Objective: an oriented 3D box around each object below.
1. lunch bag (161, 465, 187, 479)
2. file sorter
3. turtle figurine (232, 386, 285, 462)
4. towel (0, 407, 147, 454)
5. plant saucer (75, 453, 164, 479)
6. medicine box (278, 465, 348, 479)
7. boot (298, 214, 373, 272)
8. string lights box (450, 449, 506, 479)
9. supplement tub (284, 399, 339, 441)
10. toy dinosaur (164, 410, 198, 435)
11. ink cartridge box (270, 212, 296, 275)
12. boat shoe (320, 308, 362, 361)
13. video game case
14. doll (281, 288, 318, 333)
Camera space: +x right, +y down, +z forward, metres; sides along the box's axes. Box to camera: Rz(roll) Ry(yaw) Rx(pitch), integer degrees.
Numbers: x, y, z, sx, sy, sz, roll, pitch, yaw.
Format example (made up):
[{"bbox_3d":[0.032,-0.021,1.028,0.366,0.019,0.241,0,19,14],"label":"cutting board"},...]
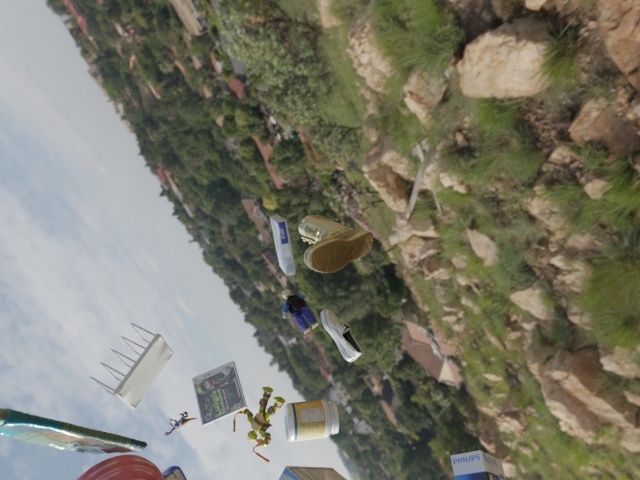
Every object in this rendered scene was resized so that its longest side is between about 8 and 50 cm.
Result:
[{"bbox_3d":[-0.609,1.073,1.674,0.328,0.238,0.386,25,-110,-81],"label":"lunch bag"},{"bbox_3d":[-0.793,0.521,1.939,0.172,0.278,0.193,19,147,17],"label":"file sorter"},{"bbox_3d":[-0.216,0.686,1.750,0.087,0.218,0.269,29,180,-40],"label":"turtle figurine"},{"bbox_3d":[-0.670,0.493,1.164,0.370,0.271,0.040,39,-135,-39],"label":"towel"},{"bbox_3d":[-0.584,0.791,1.307,0.084,0.332,0.332,5,131,44],"label":"plant saucer"},{"bbox_3d":[0.039,0.688,1.108,0.263,0.149,0.289,24,169,35],"label":"medicine box"},{"bbox_3d":[0.000,0.000,1.325,0.203,0.261,0.095,24,121,36],"label":"boot"},{"bbox_3d":[0.360,0.594,0.968,0.133,0.076,0.260,38,-143,-40],"label":"string lights box"},{"bbox_3d":[-0.037,0.711,1.828,0.144,0.199,0.145,178,90,-77],"label":"supplement tub"},{"bbox_3d":[-0.437,0.568,1.414,0.090,0.082,0.047,25,180,3],"label":"toy dinosaur"},{"bbox_3d":[-0.161,0.011,1.890,0.224,0.045,0.224,-143,43,-72],"label":"ink cartridge box"},{"bbox_3d":[0.098,0.417,2.098,0.096,0.088,0.268,1,-128,-50],"label":"boat shoe"},{"bbox_3d":[-0.384,0.574,1.743,0.022,0.173,0.191,75,171,-57],"label":"video game case"},{"bbox_3d":[-0.091,0.267,1.786,0.189,0.129,0.046,53,160,18],"label":"doll"}]
